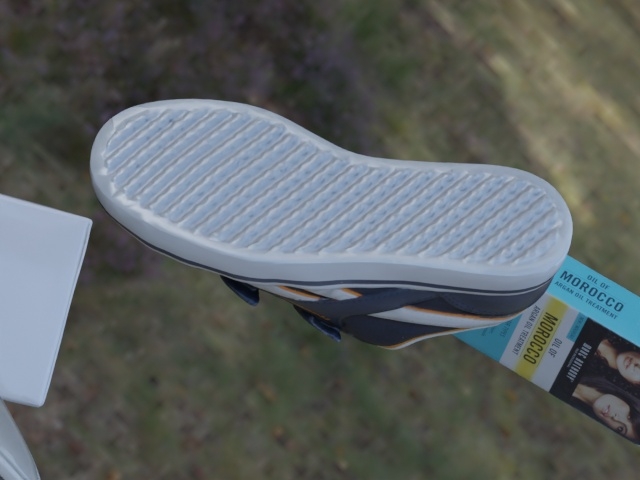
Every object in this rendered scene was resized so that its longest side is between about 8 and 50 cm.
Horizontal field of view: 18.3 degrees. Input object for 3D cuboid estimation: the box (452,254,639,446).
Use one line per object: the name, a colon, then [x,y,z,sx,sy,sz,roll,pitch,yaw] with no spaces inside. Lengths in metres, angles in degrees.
box: [0.204,0.073,1.694,0.244,0.100,0.060,31,42,12]

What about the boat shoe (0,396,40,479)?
boat shoe: [-0.294,0.048,1.170,0.335,0.095,0.112,54,5,-24]

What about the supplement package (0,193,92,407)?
supplement package: [-0.373,0.024,1.758,0.293,0.175,0.177,16,-3,-15]

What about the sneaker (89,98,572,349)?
sneaker: [0.000,0.000,1.344,0.321,0.127,0.126,13,60,-1]
